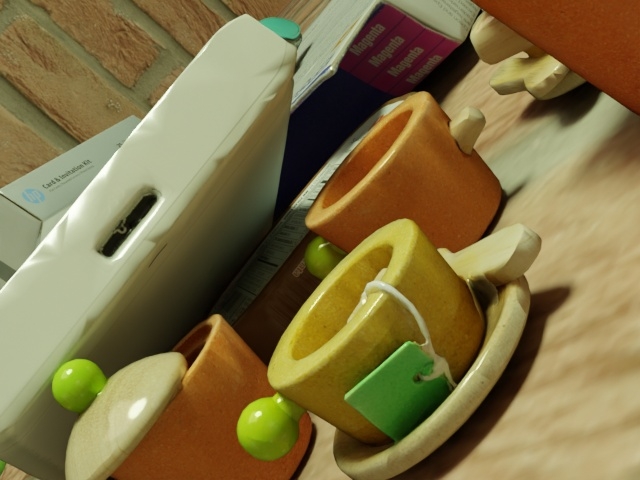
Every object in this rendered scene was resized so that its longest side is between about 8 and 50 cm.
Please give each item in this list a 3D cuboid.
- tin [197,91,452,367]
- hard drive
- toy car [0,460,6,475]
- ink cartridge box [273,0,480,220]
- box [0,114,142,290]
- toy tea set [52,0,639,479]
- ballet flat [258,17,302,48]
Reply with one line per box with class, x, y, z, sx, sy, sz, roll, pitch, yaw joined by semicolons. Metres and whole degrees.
tin;0.000;0.000;0.590;0.190;0.040;0.106;-51;16;-7
hard drive;-0.091;0.033;0.582;0.203;0.040;0.307;-53;-6;-16
toy car;-0.188;0.108;0.708;0.225;0.053;0.239;-41;-19;-56
ink cartridge box;0.008;-0.111;0.815;0.324;0.071;0.330;-40;16;48
box;-0.177;0.020;0.754;0.145;0.038;0.186;-44;-17;-54
toy tea set;0.019;-0.036;0.401;0.336;0.124;0.200;-51;12;-6
ballet flat;-0.038;-0.136;0.816;0.041;0.041;0.114;-46;10;17
